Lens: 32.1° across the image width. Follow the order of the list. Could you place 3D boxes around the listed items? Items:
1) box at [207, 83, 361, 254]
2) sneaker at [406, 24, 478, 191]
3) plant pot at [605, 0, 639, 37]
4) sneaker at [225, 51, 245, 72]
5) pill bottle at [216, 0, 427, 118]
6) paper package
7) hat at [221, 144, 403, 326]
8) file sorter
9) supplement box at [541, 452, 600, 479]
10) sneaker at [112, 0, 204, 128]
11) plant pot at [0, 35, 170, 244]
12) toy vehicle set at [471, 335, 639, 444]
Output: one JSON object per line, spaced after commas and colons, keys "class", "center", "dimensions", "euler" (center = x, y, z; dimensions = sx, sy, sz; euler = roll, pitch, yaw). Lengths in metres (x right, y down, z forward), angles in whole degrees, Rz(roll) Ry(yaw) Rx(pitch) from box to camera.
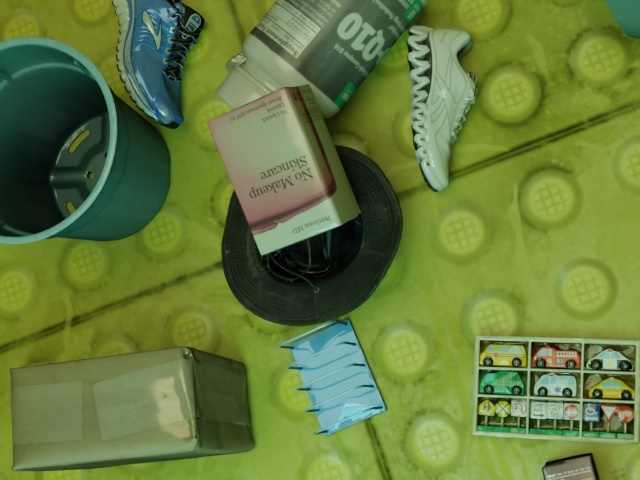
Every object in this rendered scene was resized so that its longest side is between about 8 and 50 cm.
{"class": "box", "center": [-0.056, -0.114, 1.772], "dimensions": [0.149, 0.127, 0.232], "euler": [-21, 93, 19]}
{"class": "sneaker", "center": [0.211, -0.229, 1.896], "dimensions": [0.118, 0.110, 0.292], "euler": [-2, 83, 6]}
{"class": "plant pot", "center": [0.552, -0.453, 1.743], "dimensions": [0.235, 0.293, 0.293], "euler": [-25, 77, 25]}
{"class": "sneaker", "center": [-0.103, -0.332, 2.026], "dimensions": [0.135, 0.052, 0.058], "euler": [-34, 85, 17]}
{"class": "pill bottle", "center": [-0.002, -0.341, 1.913], "dimensions": [0.204, 0.204, 0.361], "euler": [41, 95, 16]}
{"class": "paper package", "center": [-0.307, 0.288, 1.860], "dimensions": [0.325, 0.309, 0.168], "euler": [-9, 76, 14]}
{"class": "hat", "center": [0.000, 0.000, 1.908], "dimensions": [0.331, 0.134, 0.331], "euler": [-5, 78, 23]}
{"class": "file sorter", "center": [0.018, 0.231, 1.885], "dimensions": [0.118, 0.104, 0.170], "euler": [-25, 77, 11]}
{"class": "supplement box", "center": [0.412, 0.435, 1.748], "dimensions": [0.081, 0.104, 0.188], "euler": [-16, 79, 12]}
{"class": "sneaker", "center": [-0.288, -0.366, 2.035], "dimensions": [0.147, 0.130, 0.330], "euler": [-13, 79, 16]}
{"class": "plant pot", "center": [-0.440, -0.142, 1.941], "dimensions": [0.341, 0.334, 0.341], "euler": [-2, 82, 15]}
{"class": "toy vehicle set", "center": [0.384, 0.242, 1.816], "dimensions": [0.267, 0.035, 0.166], "euler": [0, 83, 16]}
